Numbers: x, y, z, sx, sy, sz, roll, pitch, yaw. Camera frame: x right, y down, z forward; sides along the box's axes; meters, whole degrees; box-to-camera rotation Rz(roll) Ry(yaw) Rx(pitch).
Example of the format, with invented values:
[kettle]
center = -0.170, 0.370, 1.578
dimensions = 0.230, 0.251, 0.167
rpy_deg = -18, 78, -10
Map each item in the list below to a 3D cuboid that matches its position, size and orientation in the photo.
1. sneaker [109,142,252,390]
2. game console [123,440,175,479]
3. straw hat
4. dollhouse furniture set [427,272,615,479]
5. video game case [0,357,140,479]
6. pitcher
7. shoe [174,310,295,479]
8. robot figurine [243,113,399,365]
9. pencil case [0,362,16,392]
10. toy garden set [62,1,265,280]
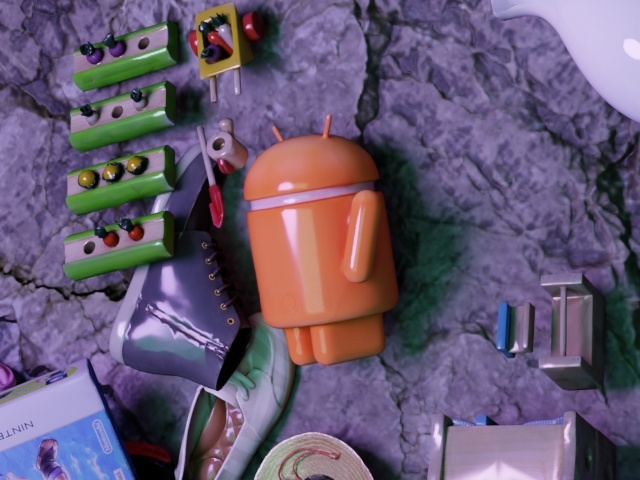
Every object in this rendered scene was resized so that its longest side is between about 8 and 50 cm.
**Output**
[sneaker]
center = -0.103, 0.026, 1.669
dimensions = 0.118, 0.083, 0.222
rpy_deg = 17, 87, 17
[game console]
center = -0.327, 0.373, 1.746
dimensions = 0.342, 0.060, 0.386
rpy_deg = 4, 101, -10
[straw hat]
center = 0.006, 0.252, 1.663
dimensions = 0.144, 0.061, 0.144
rpy_deg = -6, 75, 25
[dollhouse furniture set]
center = 0.181, 0.138, 1.561
dimensions = 0.129, 0.129, 0.183
rpy_deg = -4, 69, 24
[video game case]
center = -0.280, 0.279, 1.674
dimensions = 0.244, 0.061, 0.269
rpy_deg = -22, 104, -3
[pitcher]
center = 0.272, -0.200, 1.485
dimensions = 0.207, 0.125, 0.177
rpy_deg = 41, 94, 26
[shoe]
center = -0.085, 0.169, 1.695
dimensions = 0.077, 0.058, 0.219
rpy_deg = 26, 104, 19
[robot figurine]
center = 0.002, 0.000, 1.606
dimensions = 0.128, 0.158, 0.219
rpy_deg = -9, 91, 7
[pencil case]
center = -0.395, 0.248, 1.801
dimensions = 0.124, 0.124, 0.284
rpy_deg = 23, 101, 20
[toy garden set]
center = -0.150, -0.103, 1.645
dimensions = 0.204, 0.049, 0.244
rpy_deg = -14, 62, 24
